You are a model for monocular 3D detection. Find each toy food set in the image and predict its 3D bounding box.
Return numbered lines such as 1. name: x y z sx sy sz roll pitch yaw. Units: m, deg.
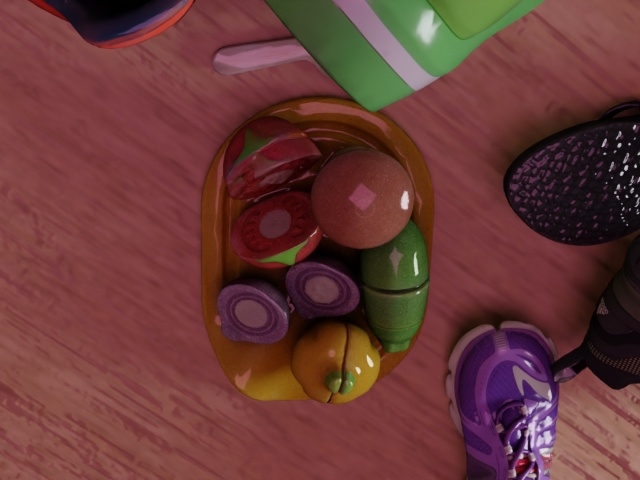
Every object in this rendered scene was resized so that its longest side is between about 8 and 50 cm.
1. toy food set: 0.000 0.000 0.583 0.128 0.071 0.218 -1 111 -4

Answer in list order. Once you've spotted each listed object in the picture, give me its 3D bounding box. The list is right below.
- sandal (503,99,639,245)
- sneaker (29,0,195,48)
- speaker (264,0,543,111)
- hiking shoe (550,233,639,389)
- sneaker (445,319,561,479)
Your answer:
1. sandal: 0.177 -0.048 0.600 0.179 0.040 0.067 -20 117 -12
2. sneaker: -0.142 -0.221 0.411 0.131 0.148 0.350 -30 123 11
3. speaker: 0.101 -0.192 0.489 0.296 0.131 0.131 -40 108 11
4. hiking shoe: 0.245 0.070 0.633 0.227 0.086 0.114 20 129 -14
5. sneaker: 0.112 0.126 0.640 0.068 0.071 0.170 -7 111 -1
